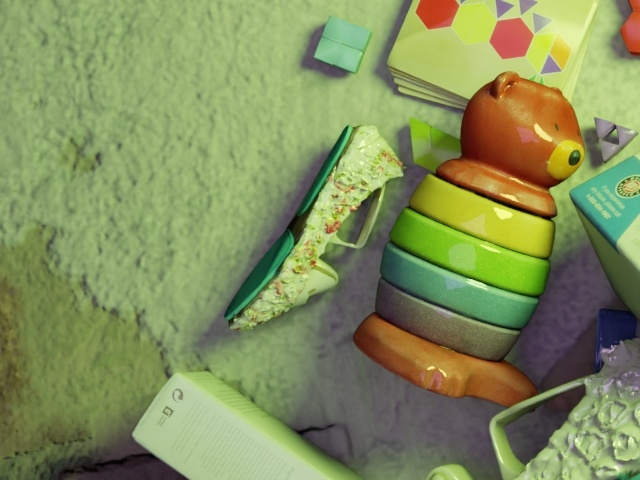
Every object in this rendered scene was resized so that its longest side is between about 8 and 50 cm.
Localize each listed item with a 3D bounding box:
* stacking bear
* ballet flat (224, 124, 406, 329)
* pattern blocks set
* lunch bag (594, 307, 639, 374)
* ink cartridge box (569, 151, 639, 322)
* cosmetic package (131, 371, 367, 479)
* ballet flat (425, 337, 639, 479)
[{"bbox_3d":[0.152,-0.011,1.733,0.164,0.175,0.289,27,98,44],"label":"stacking bear"},{"bbox_3d":[0.000,0.000,1.815,0.077,0.091,0.241,32,98,-11],"label":"ballet flat"},{"bbox_3d":[0.171,-0.193,1.812,0.325,0.026,0.285,32,94,11],"label":"pattern blocks set"},{"bbox_3d":[0.287,0.099,1.738,0.065,0.098,0.067,4,83,9],"label":"lunch bag"},{"bbox_3d":[0.405,-0.027,1.621,0.307,0.223,0.129,-29,119,-1],"label":"ink cartridge box"},{"bbox_3d":[-0.054,0.219,1.796,0.231,0.117,0.085,35,95,13],"label":"cosmetic package"},{"bbox_3d":[0.179,0.230,1.709,0.409,0.147,0.147,-42,80,24],"label":"ballet flat"}]
